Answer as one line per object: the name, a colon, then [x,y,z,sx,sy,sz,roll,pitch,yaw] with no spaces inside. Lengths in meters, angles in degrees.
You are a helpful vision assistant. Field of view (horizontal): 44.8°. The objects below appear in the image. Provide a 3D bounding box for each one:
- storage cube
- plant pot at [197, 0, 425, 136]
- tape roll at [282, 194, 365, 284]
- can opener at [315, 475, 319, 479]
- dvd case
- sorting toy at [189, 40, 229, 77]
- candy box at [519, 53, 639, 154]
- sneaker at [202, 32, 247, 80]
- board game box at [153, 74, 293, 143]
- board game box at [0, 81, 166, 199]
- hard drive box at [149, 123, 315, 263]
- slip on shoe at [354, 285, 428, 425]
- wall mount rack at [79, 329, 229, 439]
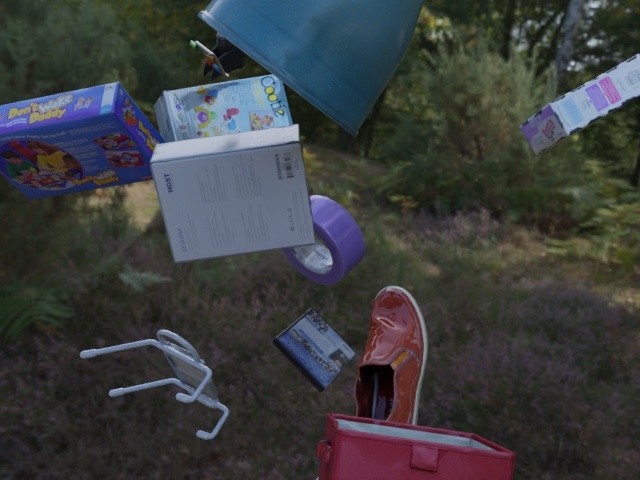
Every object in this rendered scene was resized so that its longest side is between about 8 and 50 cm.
storage cube: [0.092,0.307,0.858,0.215,0.193,0.184,10,-8,-2]
plant pot: [0.017,-0.324,1.053,0.271,0.255,0.272,36,8,-6]
tape roll: [0.000,0.000,1.708,0.189,0.189,0.080,13,43,39]
can opener: [-0.002,0.449,1.293,0.074,0.280,0.093,28,29,-20]
dvd case: [-0.012,0.285,2.065,0.180,0.022,0.253,45,25,6]
sorting toy: [-0.193,-0.312,1.322,0.083,0.012,0.062,42,-7,37]
candy box: [0.492,-0.248,1.442,0.196,0.070,0.165,-29,-3,-7]
sneaker: [-0.169,-0.394,1.589,0.051,0.089,0.170,33,47,27]
board game box: [-0.222,-0.278,1.780,0.275,0.144,0.142,-14,1,-21]
board game box: [-0.525,-0.200,1.633,0.347,0.078,0.233,-7,-31,15]
hard drive box: [-0.134,-0.074,1.236,0.232,0.181,0.089,-7,28,0]
slip on shoe: [0.120,0.223,1.402,0.123,0.331,0.101,-17,-40,35]
wall mount rack: [-0.373,0.327,1.808,0.304,0.130,0.350,21,-32,22]
